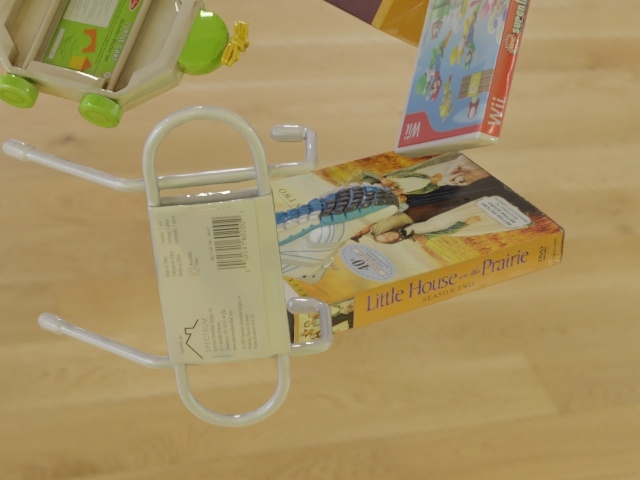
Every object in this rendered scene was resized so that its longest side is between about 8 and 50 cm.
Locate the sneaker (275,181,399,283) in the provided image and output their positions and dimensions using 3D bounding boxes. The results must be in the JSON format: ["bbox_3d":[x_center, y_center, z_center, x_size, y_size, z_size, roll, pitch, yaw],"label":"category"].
[{"bbox_3d":[0.000,0.000,1.513,0.190,0.083,0.071,-19,21,14],"label":"sneaker"}]

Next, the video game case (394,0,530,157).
[{"bbox_3d":[0.150,-0.225,1.377,0.025,0.285,0.204,15,-6,-19],"label":"video game case"}]

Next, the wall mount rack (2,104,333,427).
[{"bbox_3d":[-0.146,0.013,1.372,0.304,0.350,0.130,-5,29,0],"label":"wall mount rack"}]

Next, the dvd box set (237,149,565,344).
[{"bbox_3d":[0.073,-0.011,1.939,0.420,0.062,0.307,-15,35,-25],"label":"dvd box set"}]

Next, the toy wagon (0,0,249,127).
[{"bbox_3d":[-0.253,-0.269,1.820,0.344,0.068,0.267,15,69,13],"label":"toy wagon"}]

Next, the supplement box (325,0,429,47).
[{"bbox_3d":[0.107,-0.433,2.240,0.194,0.191,0.129,35,14,39],"label":"supplement box"}]
